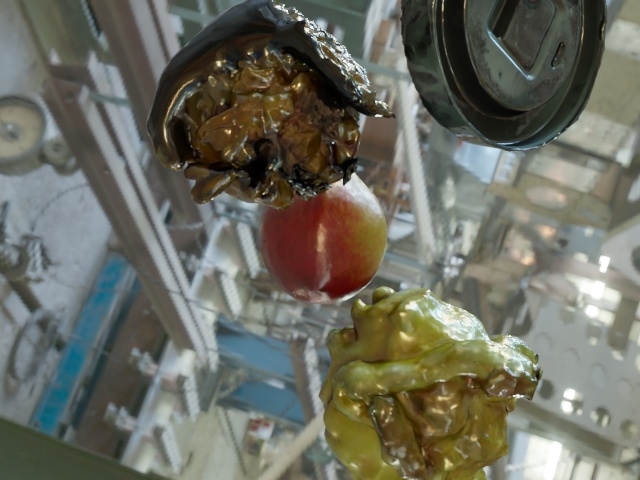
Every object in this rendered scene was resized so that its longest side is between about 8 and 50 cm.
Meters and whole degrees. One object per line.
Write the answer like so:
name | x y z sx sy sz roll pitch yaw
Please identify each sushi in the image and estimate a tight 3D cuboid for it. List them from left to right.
sushi | -0.053 -0.133 1.053 0.204 0.200 0.213 -50 141 14

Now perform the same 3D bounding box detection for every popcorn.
popcorn | 0.154 0.207 1.403 0.325 0.290 0.321 -33 144 -27

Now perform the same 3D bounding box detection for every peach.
peach | 0.000 0.000 1.400 0.197 0.197 0.197 18 90 -82

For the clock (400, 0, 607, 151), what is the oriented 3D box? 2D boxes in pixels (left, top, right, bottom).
clock | 0.218 -0.258 1.168 0.312 0.061 0.313 -7 101 -40
